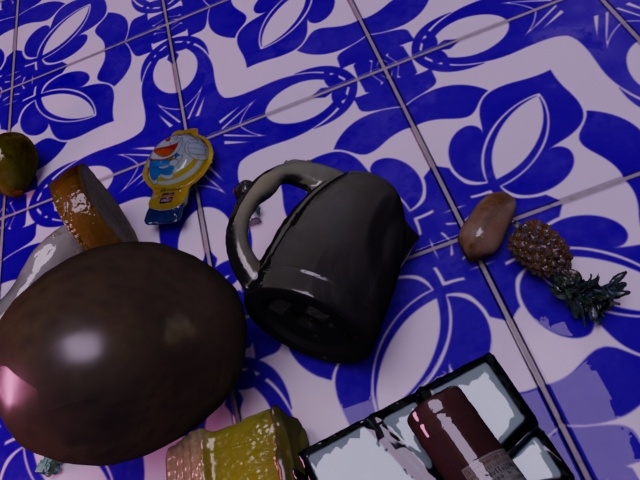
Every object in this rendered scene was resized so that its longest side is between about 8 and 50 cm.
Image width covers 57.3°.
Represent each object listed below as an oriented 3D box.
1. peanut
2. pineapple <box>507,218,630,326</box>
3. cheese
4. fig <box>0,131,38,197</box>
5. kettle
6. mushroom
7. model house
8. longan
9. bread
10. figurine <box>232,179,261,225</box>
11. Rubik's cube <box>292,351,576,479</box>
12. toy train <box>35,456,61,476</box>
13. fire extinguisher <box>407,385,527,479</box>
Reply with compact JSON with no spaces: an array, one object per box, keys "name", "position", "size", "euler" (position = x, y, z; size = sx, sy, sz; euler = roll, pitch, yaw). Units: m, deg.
[{"name":"peanut","position":[0.302,-0.029,1.058],"size":[0.076,0.076,0.152],"euler":[25,72,28]},{"name":"pineapple","position":[0.402,0.038,0.978],"size":[0.103,0.083,0.221],"euler":[-36,58,-5]},{"name":"cheese","position":[-0.328,-0.149,1.323],"size":[0.177,0.069,0.270],"euler":[-4,59,15]},{"name":"fig","position":[-0.780,-0.183,1.452],"size":[0.154,0.144,0.165],"euler":[-8,59,-32]},{"name":"kettle","position":[0.000,0.000,1.024],"size":[0.321,0.228,0.324],"euler":[27,59,0]},{"name":"mushroom","position":[-0.603,0.102,1.236],"size":[0.097,0.109,0.351],"euler":[34,65,-11]},{"name":"model house","position":[-0.134,0.379,0.878],"size":[0.234,0.174,0.193],"euler":[-16,57,4]},{"name":"longan","position":[-0.310,0.171,0.934],"size":[0.405,0.404,0.336],"euler":[-17,87,6]},{"name":"bread","position":[-0.460,-0.045,1.207],"size":[0.070,0.236,0.236],"euler":[-32,56,-3]},{"name":"figurine","position":[-0.156,-0.079,1.247],"size":[0.060,0.047,0.105],"euler":[-38,56,37]},{"name":"Rubik's cube","position":[0.166,0.361,0.733],"size":[0.294,0.283,0.288],"euler":[-27,57,1]},{"name":"toy train","position":[-0.486,0.385,1.073],"size":[0.045,0.029,0.092],"euler":[-11,52,29]},{"name":"fire extinguisher","position":[0.189,0.255,0.589],"size":[0.099,0.071,0.231],"euler":[-15,52,-30]}]
